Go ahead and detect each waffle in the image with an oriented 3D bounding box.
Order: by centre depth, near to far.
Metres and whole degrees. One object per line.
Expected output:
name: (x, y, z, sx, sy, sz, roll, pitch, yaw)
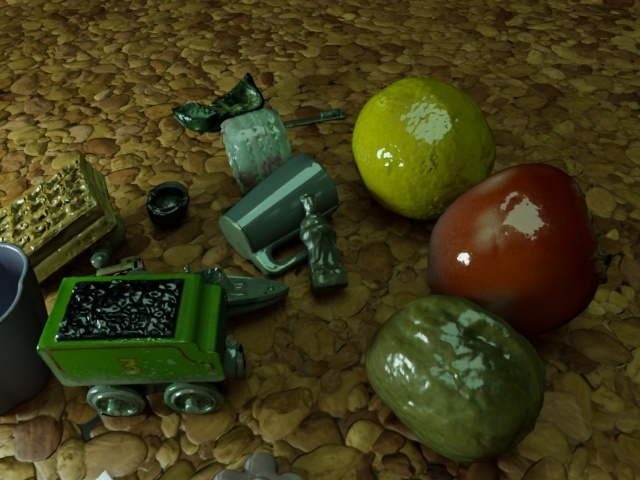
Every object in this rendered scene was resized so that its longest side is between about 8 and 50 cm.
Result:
waffle: (-0.586, -0.027, 1.145, 0.308, 0.091, 0.213, -35, 49, 1)

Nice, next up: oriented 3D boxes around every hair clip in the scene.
hair clip: (-0.134, 0.412, 0.778, 0.146, 0.075, 0.257, 30, 48, 34)

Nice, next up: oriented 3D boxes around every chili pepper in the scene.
chili pepper: (-0.292, -0.375, 1.567, 0.264, 0.116, 0.148, -25, 61, -21)

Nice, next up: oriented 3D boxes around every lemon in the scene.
lemon: (0.228, -0.207, 1.232, 0.335, 0.336, 0.336, -1, 44, 1)

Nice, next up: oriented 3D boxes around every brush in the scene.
brush: (-0.016, -0.362, 1.589, 0.190, 0.028, 0.034, -12, 43, -9)

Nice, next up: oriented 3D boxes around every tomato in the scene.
tomato: (0.346, 0.024, 0.989, 0.321, 0.322, 0.322, -1, 44, 1)

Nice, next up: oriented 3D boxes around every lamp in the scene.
lamp: (-0.472, 0.007, 1.173, 0.090, 0.091, 0.163, -12, 37, -10)

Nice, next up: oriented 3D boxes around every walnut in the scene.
walnut: (0.209, 0.208, 0.853, 0.283, 0.283, 0.227, 29, 27, 28)

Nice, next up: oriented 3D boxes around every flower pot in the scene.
flower pot: (-0.583, 0.163, 0.921, 0.265, 0.243, 0.265, -3, 45, 3)

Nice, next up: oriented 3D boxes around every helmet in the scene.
helmet: (-0.360, -0.079, 1.281, 0.098, 0.070, 0.123, 5, 38, -1)

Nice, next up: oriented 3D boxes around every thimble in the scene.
thimble: (-0.154, -0.217, 1.346, 0.149, 0.185, 0.211, -17, 81, -13)

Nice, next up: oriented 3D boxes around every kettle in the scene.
kettle: (-0.081, -0.047, 1.209, 0.243, 0.160, 0.210, -39, 84, -24)

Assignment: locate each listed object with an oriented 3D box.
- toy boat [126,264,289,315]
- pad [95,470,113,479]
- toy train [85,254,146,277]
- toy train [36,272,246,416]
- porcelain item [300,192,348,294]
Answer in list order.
toy boat: (-0.220, 0.099, 1.064, 0.319, 0.092, 0.141, 0, 16, -10)
pad: (-0.306, 0.436, 0.736, 0.232, 0.004, 0.156, 22, 60, 43)
toy train: (-0.433, 0.084, 1.134, 0.137, 0.050, 0.087, -15, 41, -12)
toy train: (-0.282, 0.172, 0.898, 0.307, 0.249, 0.174, -1, 46, -1)
porcelain item: (0.000, 0.000, 1.125, 0.081, 0.069, 0.216, -7, 72, -14)
